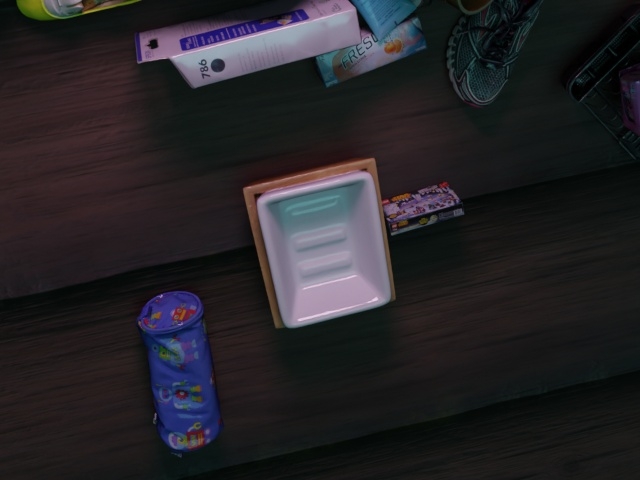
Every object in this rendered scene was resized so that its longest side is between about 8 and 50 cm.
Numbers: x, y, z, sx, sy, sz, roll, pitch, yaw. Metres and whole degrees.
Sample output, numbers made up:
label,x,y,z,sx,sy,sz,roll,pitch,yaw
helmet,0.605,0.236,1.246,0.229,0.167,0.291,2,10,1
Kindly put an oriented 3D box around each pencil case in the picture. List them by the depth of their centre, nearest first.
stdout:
label,x,y,z,sx,sy,sz,roll,pitch,yaw
pencil case,-0.260,0.245,1.694,0.133,0.119,0.306,-5,118,-1

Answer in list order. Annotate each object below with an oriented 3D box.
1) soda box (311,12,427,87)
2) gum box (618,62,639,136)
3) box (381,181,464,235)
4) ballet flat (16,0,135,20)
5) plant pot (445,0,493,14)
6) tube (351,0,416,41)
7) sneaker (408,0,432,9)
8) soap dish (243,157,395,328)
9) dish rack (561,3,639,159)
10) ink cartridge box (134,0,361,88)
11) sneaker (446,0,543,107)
label,x,y,z,sx,sy,sz,roll,pitch,yaw
soda box,0.077,-0.316,1.509,0.183,0.063,0.058,-22,119,-1
gum box,0.605,-0.261,1.576,0.188,0.062,0.107,-21,121,-4
box,0.177,-0.059,1.648,0.137,0.094,0.027,-17,119,-4
ballet flat,-0.343,-0.376,1.376,0.230,0.077,0.077,-13,120,-5
plant pot,0.152,-0.485,1.325,0.254,0.237,0.237,30,114,21
tube,0.056,-0.414,1.436,0.080,0.052,0.207,-42,106,8
sneaker,0.166,-0.451,1.474,0.064,0.061,0.158,-10,119,-42
soap dish,0.000,0.000,1.625,0.228,0.118,0.291,-14,119,-5
dish rack,0.573,-0.272,1.638,0.271,0.074,0.208,38,104,-27
ink cartridge box,-0.115,-0.310,1.412,0.332,0.165,0.065,-14,120,-4
sneaker,0.294,-0.360,1.508,0.120,0.112,0.299,6,116,-15
